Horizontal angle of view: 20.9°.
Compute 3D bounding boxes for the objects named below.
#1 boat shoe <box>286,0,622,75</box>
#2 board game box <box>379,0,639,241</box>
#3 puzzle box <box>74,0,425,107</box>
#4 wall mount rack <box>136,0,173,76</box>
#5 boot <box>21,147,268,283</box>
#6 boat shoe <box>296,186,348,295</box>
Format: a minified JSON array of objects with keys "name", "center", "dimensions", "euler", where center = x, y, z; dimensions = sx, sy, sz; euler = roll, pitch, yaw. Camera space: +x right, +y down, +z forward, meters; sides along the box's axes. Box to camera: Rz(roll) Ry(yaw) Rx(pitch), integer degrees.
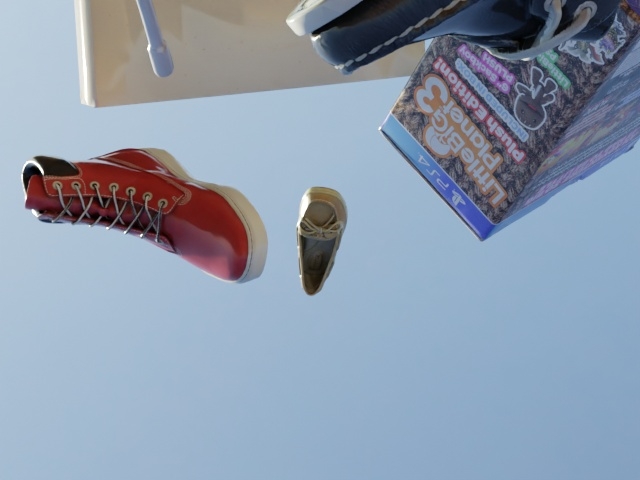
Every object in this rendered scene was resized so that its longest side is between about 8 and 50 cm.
[{"name":"boat shoe","center":[0.114,-0.136,0.813],"dimensions":[0.302,0.091,0.114],"euler":[-33,-170,-31]},{"name":"board game box","center":[0.221,-0.173,1.470],"dimensions":[0.232,0.291,0.141],"euler":[-30,-109,-38]},{"name":"puzzle box","center":[-0.071,-0.296,1.885],"dimensions":[0.409,0.272,0.052],"euler":[-8,-168,-28]},{"name":"wall mount rack","center":[-0.261,-0.251,1.403],"dimensions":[0.350,0.130,0.304],"euler":[31,-168,29]},{"name":"boot","center":[-0.176,-0.021,1.636],"dimensions":[0.176,0.088,0.244],"euler":[-4,-156,-39]},{"name":"boat shoe","center":[-0.002,0.000,1.966],"dimensions":[0.056,0.153,0.048],"euler":[10,-130,-2]}]
